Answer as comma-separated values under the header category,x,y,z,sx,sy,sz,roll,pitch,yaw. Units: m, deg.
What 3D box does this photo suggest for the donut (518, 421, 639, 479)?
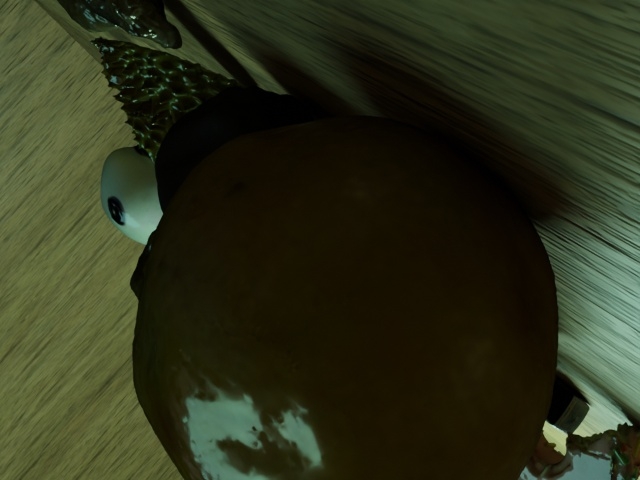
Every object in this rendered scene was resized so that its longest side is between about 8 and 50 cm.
category,x,y,z,sx,sy,sz,roll,pitch,yaw
donut,0.279,0.242,1.360,0.233,0.085,0.199,42,133,31

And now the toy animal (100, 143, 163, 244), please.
category,x,y,z,sx,sy,sz,roll,pitch,yaw
toy animal,-0.277,-0.121,2.067,0.212,0.267,0.212,41,-179,-1

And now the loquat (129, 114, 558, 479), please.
category,x,y,z,sx,sy,sz,roll,pitch,yaw
loquat,0.018,0.070,0.830,0.328,0.328,0.328,42,176,3

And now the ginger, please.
category,x,y,z,sx,sy,sz,roll,pitch,yaw
ginger,-0.256,-0.282,1.304,0.122,0.084,0.290,30,-176,-39

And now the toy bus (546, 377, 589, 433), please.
category,x,y,z,sx,sy,sz,roll,pitch,yaw
toy bus,0.279,0.193,1.495,0.072,0.057,0.172,33,-178,-35

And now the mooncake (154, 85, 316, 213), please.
category,x,y,z,sx,sy,sz,roll,pitch,yaw
mooncake,-0.029,-0.025,1.108,0.283,0.141,0.283,49,-159,-25

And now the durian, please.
category,x,y,z,sx,sy,sz,roll,pitch,yaw
durian,-0.146,-0.160,1.321,0.252,0.144,0.139,14,-141,-29
